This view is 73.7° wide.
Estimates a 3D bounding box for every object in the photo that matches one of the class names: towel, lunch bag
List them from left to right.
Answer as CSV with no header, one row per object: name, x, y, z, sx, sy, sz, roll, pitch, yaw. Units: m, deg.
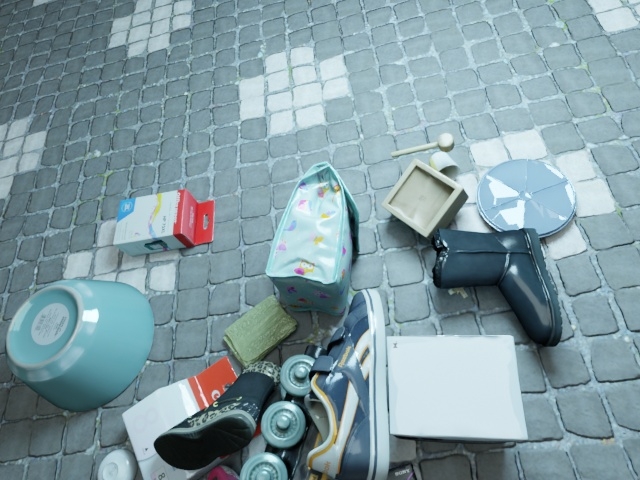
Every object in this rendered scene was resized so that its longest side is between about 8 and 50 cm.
towel,-0.132,0.197,0.932,0.148,0.027,0.110,-40,61,-7
lunch bag,0.000,0.000,0.887,0.160,0.223,0.261,6,64,10

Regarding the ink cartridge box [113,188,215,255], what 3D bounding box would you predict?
ink cartridge box,-0.394,-0.049,1.089,0.231,0.078,0.134,-10,62,8

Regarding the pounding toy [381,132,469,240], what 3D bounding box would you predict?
pounding toy,0.234,-0.132,0.944,0.181,0.094,0.206,39,99,27

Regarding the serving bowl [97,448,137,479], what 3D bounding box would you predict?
serving bowl,-0.417,0.468,0.865,0.084,0.027,0.083,-5,62,10

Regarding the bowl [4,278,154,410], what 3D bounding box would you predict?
bowl,-0.558,0.210,0.953,0.312,0.163,0.311,-6,64,12

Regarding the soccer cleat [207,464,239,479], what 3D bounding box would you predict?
soccer cleat,-0.103,0.539,0.720,0.115,0.143,0.331,-62,39,20

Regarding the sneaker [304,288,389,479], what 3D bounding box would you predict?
sneaker,0.041,0.215,0.705,0.128,0.126,0.320,4,49,0

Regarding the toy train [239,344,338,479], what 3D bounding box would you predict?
toy train,-0.012,0.354,0.753,0.191,0.142,0.333,17,55,7

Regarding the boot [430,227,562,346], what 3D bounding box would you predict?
boot,0.325,0.085,0.824,0.208,0.094,0.246,-3,64,4

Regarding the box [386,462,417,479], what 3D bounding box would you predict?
box,0.128,0.480,0.726,0.116,0.029,0.161,-19,60,4

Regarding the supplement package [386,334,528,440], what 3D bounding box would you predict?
supplement package,0.216,0.256,0.718,0.195,0.203,0.149,-3,63,13

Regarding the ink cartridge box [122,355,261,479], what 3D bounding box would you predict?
ink cartridge box,-0.262,0.370,0.863,0.232,0.066,0.189,-36,61,-1

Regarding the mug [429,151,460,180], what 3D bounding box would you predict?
mug,0.278,-0.173,1.000,0.078,0.062,0.064,-14,54,-2

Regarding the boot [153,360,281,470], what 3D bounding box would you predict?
boot,-0.187,0.330,0.818,0.237,0.178,0.085,-28,99,25

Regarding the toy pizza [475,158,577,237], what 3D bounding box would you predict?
toy pizza,0.445,-0.091,0.933,0.202,0.032,0.201,-5,64,11

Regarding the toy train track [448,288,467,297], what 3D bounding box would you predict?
toy train track,0.304,0.088,0.888,0.083,0.014,0.048,-29,61,-2
